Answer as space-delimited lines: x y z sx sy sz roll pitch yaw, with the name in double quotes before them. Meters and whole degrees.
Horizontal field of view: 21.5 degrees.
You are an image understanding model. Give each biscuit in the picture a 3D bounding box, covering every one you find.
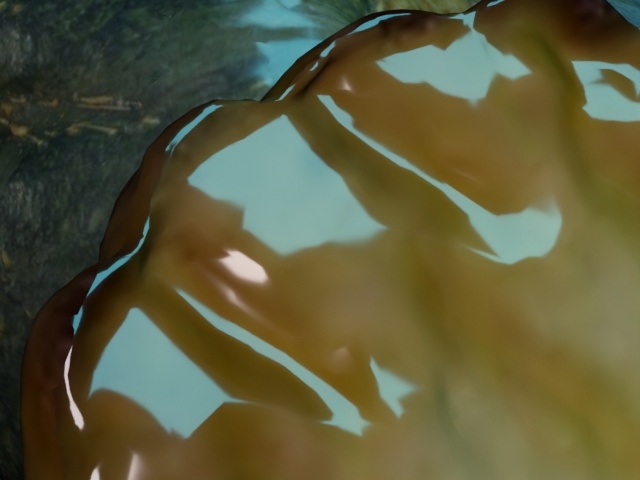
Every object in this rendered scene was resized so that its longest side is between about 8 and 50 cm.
"biscuit" 0.071 0.097 0.410 0.325 0.107 0.326 9 68 -22

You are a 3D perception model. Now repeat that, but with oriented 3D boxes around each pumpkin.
"pumpkin" 0.000 0.000 0.640 0.327 0.257 0.291 41 38 11
